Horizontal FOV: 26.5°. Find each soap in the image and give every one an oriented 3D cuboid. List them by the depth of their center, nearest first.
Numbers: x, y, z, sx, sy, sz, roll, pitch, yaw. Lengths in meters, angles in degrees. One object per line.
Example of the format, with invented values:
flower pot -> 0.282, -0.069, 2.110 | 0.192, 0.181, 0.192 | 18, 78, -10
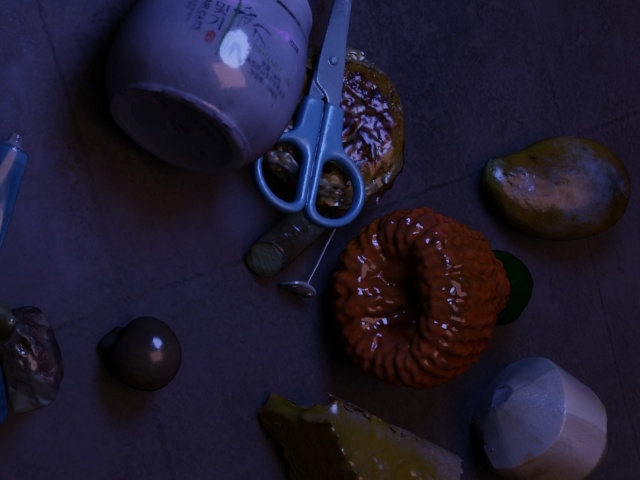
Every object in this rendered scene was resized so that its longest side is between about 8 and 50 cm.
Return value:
soap -> 0.039, 0.426, 2.101 | 0.338, 0.169, 0.304 | 29, 60, -33

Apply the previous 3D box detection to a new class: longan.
longan -> -0.256, 0.159, 1.937 | 0.119, 0.106, 0.106 | 21, 69, 8

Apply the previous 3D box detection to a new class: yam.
yam -> -0.050, -0.006, 2.122 | 0.146, 0.069, 0.070 | -44, 113, -33

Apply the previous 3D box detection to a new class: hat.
hat -> 0.191, 0.103, 2.243 | 0.400, 0.285, 0.285 | 15, 76, -64

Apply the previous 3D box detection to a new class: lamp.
lamp -> 0.000, 0.000, 2.170 | 0.056, 0.050, 0.198 | 38, 66, -32

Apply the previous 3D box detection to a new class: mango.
mango -> 0.427, -0.096, 2.454 | 0.316, 0.146, 0.193 | 1, 80, -32

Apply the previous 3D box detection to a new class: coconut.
coconut -> 0.372, 0.316, 2.342 | 0.241, 0.241, 0.241 | 3, 85, -38

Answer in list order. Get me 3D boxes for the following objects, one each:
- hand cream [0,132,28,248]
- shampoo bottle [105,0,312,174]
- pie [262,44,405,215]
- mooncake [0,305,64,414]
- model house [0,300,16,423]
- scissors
hand cream -> -0.452, -0.041, 1.829 | 0.083, 0.048, 0.224 | 26, 76, -32
shampoo bottle -> -0.155, -0.255, 1.926 | 0.273, 0.273, 0.266 | 36, 62, -31
pie -> 0.009, -0.184, 2.136 | 0.308, 0.085, 0.308 | 12, 66, -27
mooncake -> -0.387, 0.152, 1.814 | 0.073, 0.130, 0.125 | -14, 106, -2
model house -> -0.480, 0.155, 1.612 | 0.267, 0.325, 0.194 | -10, 95, -38
scissors -> 0.009, -0.238, 2.081 | 0.192, 0.029, 0.447 | 20, 67, -25
